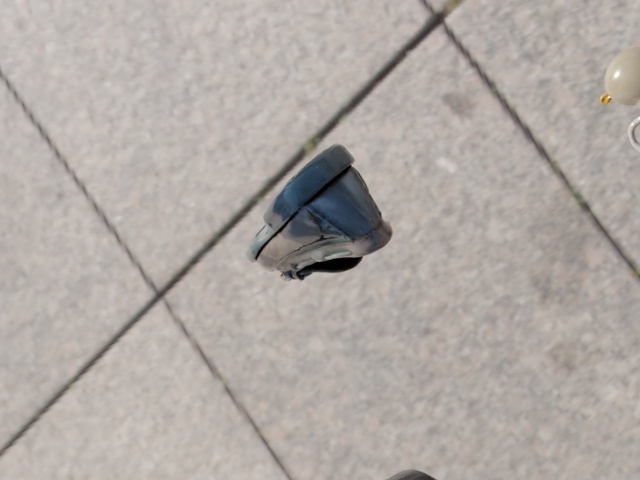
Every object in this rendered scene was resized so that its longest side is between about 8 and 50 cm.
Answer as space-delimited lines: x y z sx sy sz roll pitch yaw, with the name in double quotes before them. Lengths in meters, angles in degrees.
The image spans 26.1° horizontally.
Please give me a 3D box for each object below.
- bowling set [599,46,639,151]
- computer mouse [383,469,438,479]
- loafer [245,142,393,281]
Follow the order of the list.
"bowling set" 0.351 -0.174 1.007 0.287 0.200 0.154 -39 85 40
"computer mouse" 0.056 0.322 1.429 0.272 0.072 0.188 -41 69 54
"loafer" 0.000 0.000 1.105 0.084 0.096 0.267 47 169 4
